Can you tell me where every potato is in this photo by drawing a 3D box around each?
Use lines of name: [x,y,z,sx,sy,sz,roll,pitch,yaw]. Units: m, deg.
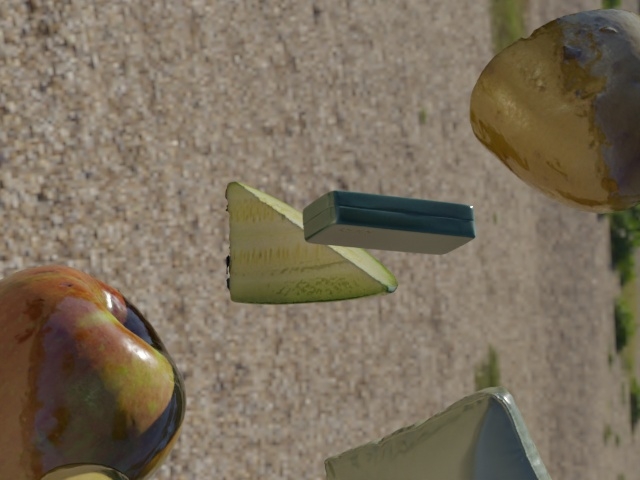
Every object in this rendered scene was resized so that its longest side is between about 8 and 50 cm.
potato: [0.263,-0.101,1.111,0.158,0.203,0.178,-119,-145,-45]

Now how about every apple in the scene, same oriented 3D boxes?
apple: [-0.352,0.208,1.589,0.339,0.339,0.339,-3,90,-70]

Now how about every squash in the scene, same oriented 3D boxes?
squash: [0.000,0.000,1.794,0.111,0.289,0.203,13,72,-54]

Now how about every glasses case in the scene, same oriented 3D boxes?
glasses case: [0.076,-0.018,1.326,0.184,0.078,0.039,5,71,-27]

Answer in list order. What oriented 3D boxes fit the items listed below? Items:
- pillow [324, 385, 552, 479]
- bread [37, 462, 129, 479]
pillow: [0.163,0.346,1.322,0.322,0.255,0.120,65,23,5]
bread: [-0.244,0.306,1.098,0.147,0.098,0.217,-6,110,-86]
